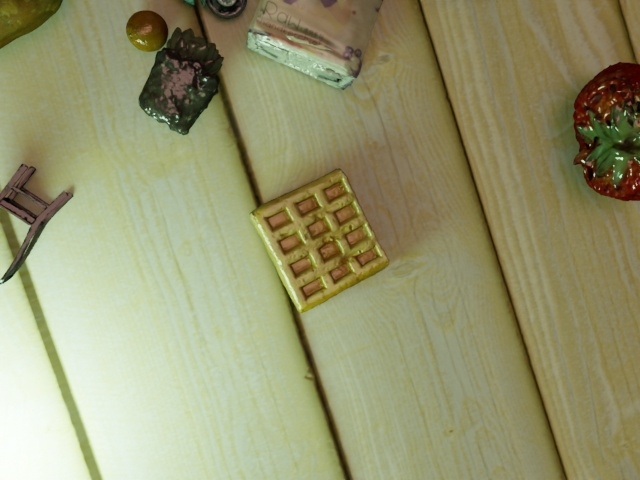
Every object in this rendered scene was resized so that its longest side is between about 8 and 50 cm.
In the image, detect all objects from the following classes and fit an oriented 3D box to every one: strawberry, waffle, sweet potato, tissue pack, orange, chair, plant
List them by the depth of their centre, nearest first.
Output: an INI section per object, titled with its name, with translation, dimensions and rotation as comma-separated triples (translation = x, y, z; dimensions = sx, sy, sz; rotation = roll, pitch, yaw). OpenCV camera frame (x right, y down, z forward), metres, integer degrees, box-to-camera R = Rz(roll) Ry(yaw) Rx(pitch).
[sweet potato]
translation = -0.618, -0.424, 1.063
dimensions = 0.370, 0.158, 0.157
rotation = -31, 96, -9
[chair]
translation = -0.577, -0.030, 1.103
dimensions = 0.101, 0.084, 0.212
rotation = 37, 83, -13
[plant]
translation = -0.266, -0.314, 1.145
dimensions = 0.129, 0.132, 0.194
rotation = 28, 89, -13
[orange]
translation = -0.343, -0.414, 1.157
dimensions = 0.085, 0.085, 0.085
rotation = 0, 90, -12
[tissue pack]
translation = 0.012, -0.514, 1.208
dimensions = 0.242, 0.125, 0.343
rotation = 21, 88, -12
[waffle]
translation = 0.000, 0.000, 1.236
dimensions = 0.221, 0.055, 0.247
rotation = -28, 96, -11
[strawberry]
translation = 0.730, -0.251, 1.305
dimensions = 0.351, 0.267, 0.312
rotation = -11, 86, -36

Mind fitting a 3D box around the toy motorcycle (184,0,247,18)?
[toy motorcycle]
translation = -0.255, -0.595, 1.165
dimensions = 0.198, 0.109, 0.296
rotation = -6, 103, -12
